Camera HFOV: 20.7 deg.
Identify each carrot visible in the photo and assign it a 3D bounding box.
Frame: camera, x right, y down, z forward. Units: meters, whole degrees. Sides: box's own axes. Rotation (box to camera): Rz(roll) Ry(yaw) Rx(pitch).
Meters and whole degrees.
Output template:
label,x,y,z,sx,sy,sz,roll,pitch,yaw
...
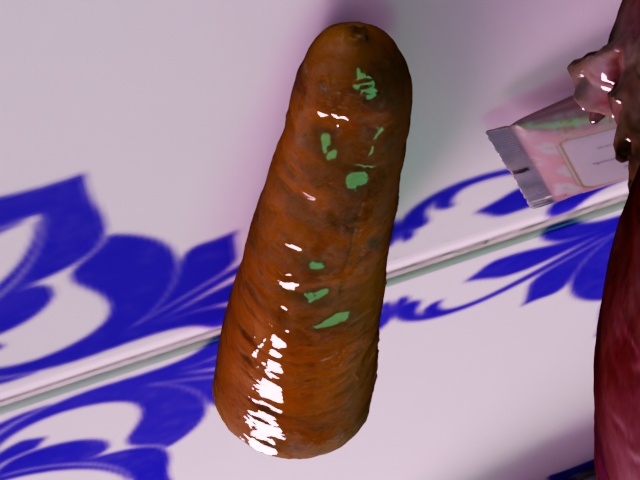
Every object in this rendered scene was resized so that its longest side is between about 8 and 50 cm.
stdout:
label,x,y,z,sx,sy,sz,roll,pitch,yaw
carrot,0.000,0.000,0.561,0.061,0.061,0.209,-15,151,-15

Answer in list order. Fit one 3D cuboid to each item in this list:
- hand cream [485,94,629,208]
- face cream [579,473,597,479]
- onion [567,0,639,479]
label,x,y,z,sx,sy,sz,roll,pitch,yaw
hand cream,0.160,-0.060,0.583,0.210,0.043,0.067,-21,154,11
face cream,0.120,0.198,1.036,0.274,0.096,0.154,-30,156,-13
onion,0.185,-0.017,0.445,0.347,0.285,0.347,-32,141,-29
